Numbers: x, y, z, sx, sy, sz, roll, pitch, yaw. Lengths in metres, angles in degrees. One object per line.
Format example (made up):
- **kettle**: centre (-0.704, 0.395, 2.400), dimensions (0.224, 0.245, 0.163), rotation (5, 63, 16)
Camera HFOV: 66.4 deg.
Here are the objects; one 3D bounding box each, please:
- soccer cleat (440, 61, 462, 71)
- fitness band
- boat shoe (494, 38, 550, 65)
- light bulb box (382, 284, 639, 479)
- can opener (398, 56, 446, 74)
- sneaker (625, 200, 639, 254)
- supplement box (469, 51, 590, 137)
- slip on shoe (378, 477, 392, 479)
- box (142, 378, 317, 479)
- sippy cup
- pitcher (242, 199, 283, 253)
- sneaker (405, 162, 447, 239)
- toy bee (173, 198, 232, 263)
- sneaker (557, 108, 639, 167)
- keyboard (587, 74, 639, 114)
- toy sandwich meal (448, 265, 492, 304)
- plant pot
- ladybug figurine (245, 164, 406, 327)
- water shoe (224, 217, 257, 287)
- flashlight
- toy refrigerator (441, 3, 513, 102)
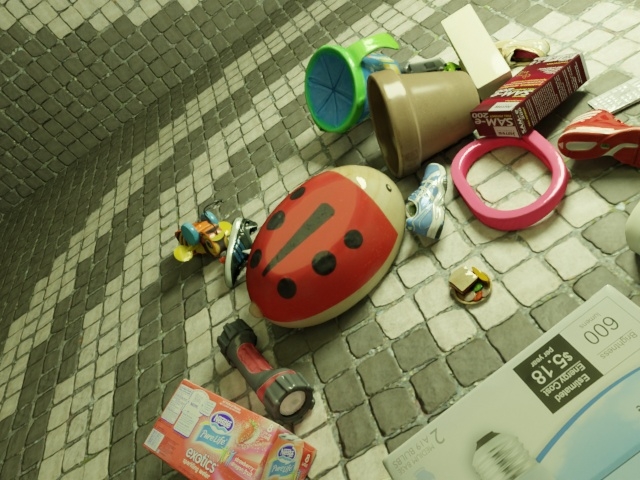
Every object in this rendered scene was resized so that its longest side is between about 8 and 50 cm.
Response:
- **soccer cleat**: centre (0.380, -0.418, 1.328), dimensions (0.072, 0.060, 0.179), rotation (3, 59, -13)
- **fitness band**: centre (0.403, -0.142, 1.059), dimensions (0.209, 0.054, 0.291), rotation (-30, 39, 12)
- **boat shoe**: centre (0.509, -0.491, 1.290), dimensions (0.170, 0.063, 0.059), rotation (11, 55, 42)
- **light bulb box**: centre (0.328, 0.316, 0.530), dimensions (0.358, 0.225, 0.361), rotation (-40, 45, 4)
- **can opener**: centre (0.251, -0.487, 1.479), dimensions (0.283, 0.076, 0.095), rotation (4, 56, 42)
- **sneaker**: centre (0.642, -0.108, 0.763), dimensions (0.148, 0.131, 0.350), rotation (36, 99, 47)
- **supplement box**: centre (0.475, -0.330, 1.115), dimensions (0.239, 0.073, 0.130), rotation (-40, 26, -14)
- **slip on shoe**: centre (0.105, 0.509, 0.664), dimensions (0.101, 0.122, 0.332), rotation (-52, 33, 40)
- **box**: centre (-0.178, 0.398, 0.943), dimensions (0.299, 0.142, 0.154), rotation (6, 57, 41)
- **sippy cup**: centre (0.109, -0.442, 1.410), dimensions (0.224, 0.240, 0.305), rotation (-19, 16, -34)
- **pitcher**: centre (-0.086, 0.001, 1.268), dimensions (0.207, 0.125, 0.178), rotation (-50, 51, 4)
- **sneaker**: centre (0.240, -0.100, 1.109), dimensions (0.081, 0.080, 0.211), rotation (9, 51, 5)
- **toy bee**: centre (-0.338, 0.004, 1.442), dimensions (0.195, 0.162, 0.298), rotation (-32, 6, -14)
- **sneaker**: centre (0.594, -0.215, 0.954), dimensions (0.221, 0.087, 0.128), rotation (15, 51, 28)
- **keyboard**: centre (0.710, -0.342, 1.034), dimensions (0.255, 0.014, 0.072), rotation (-26, 42, 16)
- **toy sandwich meal**: centre (0.292, 0.085, 0.954), dimensions (0.085, 0.029, 0.086), rotation (-21, 43, 21)
- **plant pot**: centre (0.259, -0.310, 1.204), dimensions (0.229, 0.263, 0.263), rotation (-16, 42, 1)
- **ladybug figurine**: centre (0.000, 0.000, 1.100), dimensions (0.305, 0.162, 0.449), rotation (37, 81, 25)
- **water shoe**: centre (-0.219, 0.033, 1.364), dimensions (0.080, 0.073, 0.203), rotation (8, 74, -6)
- **flashlight**: centre (-0.128, 0.269, 1.061), dimensions (0.103, 0.103, 0.304), rotation (-24, 33, -23)
- **toy refrigerator**: centre (0.406, -0.474, 1.271), dimensions (0.094, 0.102, 0.270), rotation (-27, 57, 20)
